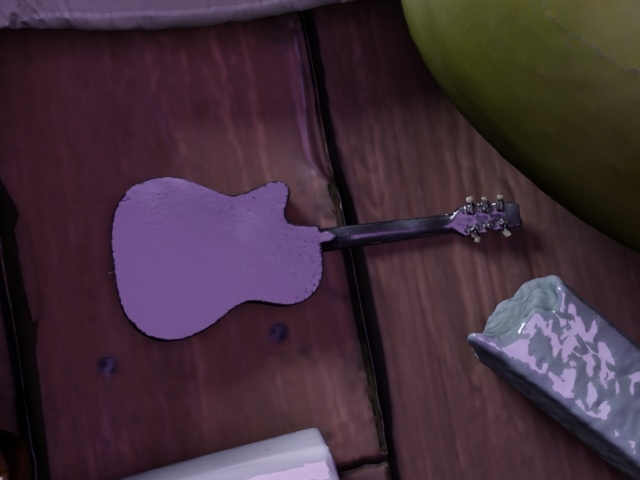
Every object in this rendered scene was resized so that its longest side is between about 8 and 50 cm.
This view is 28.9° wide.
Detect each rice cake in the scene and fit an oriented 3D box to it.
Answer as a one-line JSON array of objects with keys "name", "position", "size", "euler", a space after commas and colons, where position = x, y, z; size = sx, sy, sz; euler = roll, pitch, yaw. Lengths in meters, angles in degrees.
[{"name": "rice cake", "position": [0.173, 0.096, 0.687], "size": [0.206, 0.069, 0.063], "euler": [39, 83, -2]}]

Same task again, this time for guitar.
[{"name": "guitar", "position": [0.000, 0.000, 0.686], "size": [0.233, 0.025, 0.088], "euler": [-7, 85, -10]}]

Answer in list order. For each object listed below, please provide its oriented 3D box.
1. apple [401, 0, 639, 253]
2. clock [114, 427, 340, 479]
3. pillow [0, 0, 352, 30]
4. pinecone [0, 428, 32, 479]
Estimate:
[{"name": "apple", "position": [0.215, -0.142, 0.574], "size": [0.357, 0.357, 0.357], "euler": [1, 85, -9]}, {"name": "clock", "position": [-0.067, 0.248, 0.610], "size": [0.231, 0.116, 0.262], "euler": [-14, 87, -10]}, {"name": "pillow", "position": [-0.070, -0.184, 0.664], "size": [0.254, 0.078, 0.144], "euler": [-7, 81, -10]}, {"name": "pinecone", "position": [-0.227, 0.104, 0.521], "size": [0.208, 0.208, 0.208], "euler": [1, 85, -9]}]
